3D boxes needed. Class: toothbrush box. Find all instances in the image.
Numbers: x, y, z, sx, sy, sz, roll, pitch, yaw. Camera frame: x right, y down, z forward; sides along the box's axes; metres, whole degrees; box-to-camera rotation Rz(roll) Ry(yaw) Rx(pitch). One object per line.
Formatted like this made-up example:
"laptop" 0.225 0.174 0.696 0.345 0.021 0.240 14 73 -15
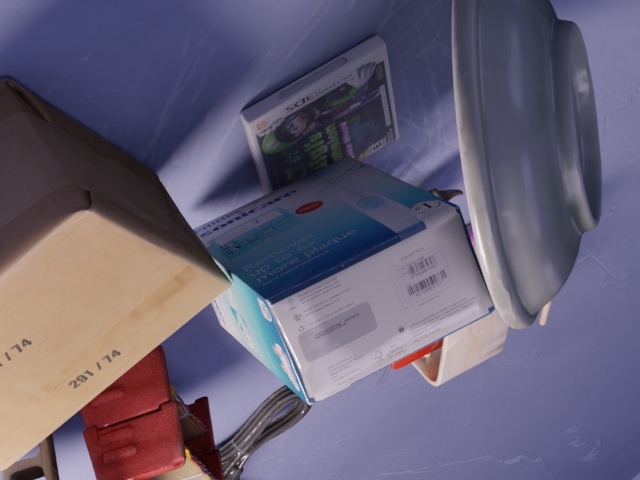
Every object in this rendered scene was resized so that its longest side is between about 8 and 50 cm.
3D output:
"toothbrush box" 0.011 0.031 1.655 0.216 0.295 0.126 -26 109 -13

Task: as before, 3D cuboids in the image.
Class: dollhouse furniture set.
"dollhouse furniture set" -0.320 0.280 1.927 0.374 0.152 0.201 -18 153 3

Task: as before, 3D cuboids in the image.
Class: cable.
"cable" -0.135 0.300 2.249 0.139 0.072 0.287 25 105 -40

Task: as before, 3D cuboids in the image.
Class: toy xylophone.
"toy xylophone" 0.226 0.089 2.264 0.236 0.081 0.322 -22 149 -25

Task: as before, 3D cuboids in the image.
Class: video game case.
"video game case" 0.004 -0.125 1.748 0.173 0.022 0.190 -31 152 -9

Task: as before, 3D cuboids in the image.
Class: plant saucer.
"plant saucer" 0.222 -0.113 1.624 0.101 0.400 0.400 -7 158 17

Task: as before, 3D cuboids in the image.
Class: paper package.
"paper package" -0.302 0.049 1.521 0.325 0.168 0.309 -41 153 8

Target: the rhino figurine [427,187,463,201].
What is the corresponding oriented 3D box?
"rhino figurine" 0.076 0.007 1.980 0.243 0.073 0.106 -36 149 -3
